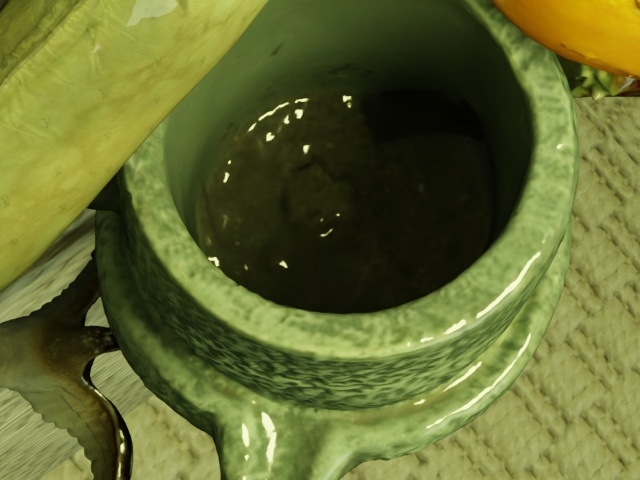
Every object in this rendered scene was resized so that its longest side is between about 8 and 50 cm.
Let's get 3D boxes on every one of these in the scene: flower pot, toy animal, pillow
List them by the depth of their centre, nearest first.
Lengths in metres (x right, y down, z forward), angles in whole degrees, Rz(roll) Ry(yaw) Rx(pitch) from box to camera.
[{"bbox_3d":[-0.124,-0.055,0.885,0.302,0.075,0.185,-43,173,23],"label":"pillow"},{"bbox_3d":[0.000,0.000,1.114,0.299,0.299,0.283,-39,170,-11],"label":"flower pot"},{"bbox_3d":[-0.184,0.089,1.370,0.160,0.272,0.197,-1,169,-15],"label":"toy animal"}]

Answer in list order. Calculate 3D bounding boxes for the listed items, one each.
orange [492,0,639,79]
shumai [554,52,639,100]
[{"bbox_3d":[0.177,-0.195,0.946,0.246,0.246,0.246,-39,176,-4],"label":"orange"},{"bbox_3d":[0.218,-0.216,1.221,0.225,0.222,0.260,-35,170,-23],"label":"shumai"}]
